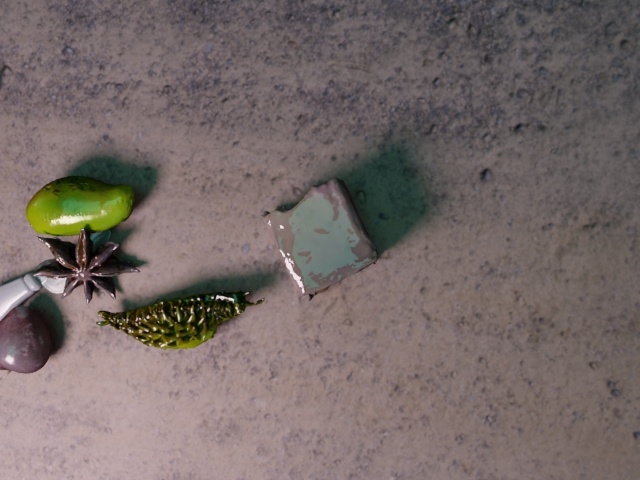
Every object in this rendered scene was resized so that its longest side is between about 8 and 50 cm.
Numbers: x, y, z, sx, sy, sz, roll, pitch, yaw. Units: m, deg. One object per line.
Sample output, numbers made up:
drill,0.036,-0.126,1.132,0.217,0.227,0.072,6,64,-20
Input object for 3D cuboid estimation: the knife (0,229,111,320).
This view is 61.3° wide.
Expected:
knife,-0.580,0.081,1.161,0.331,0.044,0.080,-29,93,3

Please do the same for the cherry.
cherry,-0.659,0.211,1.133,0.188,0.115,0.148,5,110,14

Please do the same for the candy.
candy,0.000,0.000,1.024,0.184,0.137,0.195,-26,88,7

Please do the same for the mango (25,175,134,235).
mango,-0.487,-0.075,1.108,0.232,0.111,0.125,-12,94,9

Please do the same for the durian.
durian,-0.275,0.161,1.070,0.374,0.132,0.107,-7,76,14

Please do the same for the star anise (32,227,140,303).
star anise,-0.488,0.046,1.114,0.204,0.061,0.181,-18,122,5
